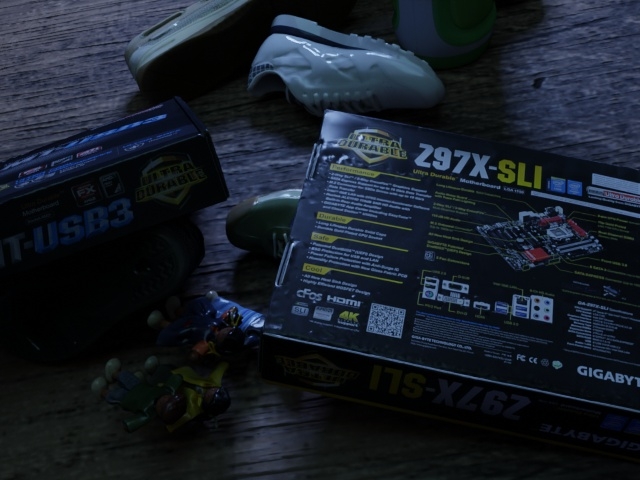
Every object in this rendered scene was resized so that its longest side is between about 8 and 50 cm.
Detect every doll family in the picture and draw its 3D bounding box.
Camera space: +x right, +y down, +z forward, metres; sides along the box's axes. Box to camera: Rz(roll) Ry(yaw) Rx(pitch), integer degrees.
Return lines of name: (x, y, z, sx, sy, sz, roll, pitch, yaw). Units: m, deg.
doll family: (-0.100, 0.103, 0.774, 0.111, 0.076, 0.193, 11, 52, 36)

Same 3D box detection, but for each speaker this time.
speaker: (0.129, -0.338, 0.966, 0.131, 0.297, 0.131, -6, 48, 7)

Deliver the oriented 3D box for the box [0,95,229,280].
box: (-0.251, -0.049, 0.858, 0.295, 0.073, 0.293, -20, 19, -7)

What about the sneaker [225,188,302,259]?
sneaker: (0.000, 0.000, 0.850, 0.192, 0.064, 0.086, -4, 43, 4)

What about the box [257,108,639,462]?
box: (0.130, 0.027, 0.748, 0.321, 0.079, 0.257, 11, 49, 4)

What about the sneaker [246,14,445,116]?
sneaker: (0.028, -0.178, 1.004, 0.235, 0.090, 0.095, 19, 72, 27)

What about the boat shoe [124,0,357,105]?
boat shoe: (-0.098, -0.272, 1.088, 0.302, 0.109, 0.098, -29, 51, -6)

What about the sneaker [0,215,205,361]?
sneaker: (-0.203, 0.041, 0.852, 0.227, 0.087, 0.130, -29, 4, 19)
